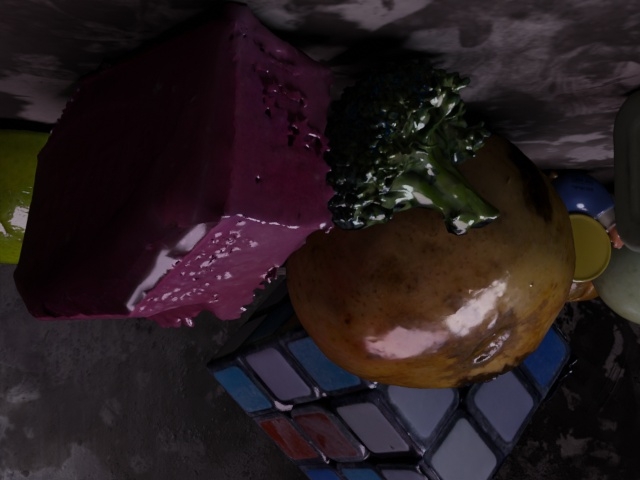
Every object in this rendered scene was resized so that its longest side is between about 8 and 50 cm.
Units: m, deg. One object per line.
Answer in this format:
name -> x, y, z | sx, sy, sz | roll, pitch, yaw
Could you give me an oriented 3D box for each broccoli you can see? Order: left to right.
broccoli -> 0.073, -0.063, 0.607 | 0.154, 0.160, 0.167 | -41, -178, 15

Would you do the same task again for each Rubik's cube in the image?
Rubik's cube -> 0.103, 0.173, 1.164 | 0.362, 0.359, 0.363 | -48, -166, -33

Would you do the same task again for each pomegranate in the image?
pomegranate -> 0.120, 0.017, 0.823 | 0.322, 0.322, 0.322 | -1, 173, 0

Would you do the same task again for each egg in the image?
egg -> 0.542, 0.017, 1.133 | 0.218, 0.218, 0.295 | 2, 163, -23

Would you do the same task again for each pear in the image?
pear -> -0.305, -0.046, 0.928 | 0.239, 0.139, 0.288 | -7, 179, -31

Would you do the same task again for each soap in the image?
soap -> -0.135, -0.040, 0.617 | 0.127, 0.220, 0.325 | 16, 165, -38

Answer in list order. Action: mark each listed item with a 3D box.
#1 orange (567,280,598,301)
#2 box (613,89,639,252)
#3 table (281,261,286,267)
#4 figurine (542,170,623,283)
orange -> 0.492, 0.041, 1.531 | 0.240, 0.171, 0.240 | -2, 173, 0
box -> 0.493, -0.067, 0.623 | 0.343, 0.177, 0.352 | 5, 172, -21
table -> -0.097, -0.025, 1.096 | 0.220, 0.126, 0.126 | 4, 172, -33
figurine -> 0.341, -0.008, 1.143 | 0.161, 0.158, 0.275 | 9, 173, -1
